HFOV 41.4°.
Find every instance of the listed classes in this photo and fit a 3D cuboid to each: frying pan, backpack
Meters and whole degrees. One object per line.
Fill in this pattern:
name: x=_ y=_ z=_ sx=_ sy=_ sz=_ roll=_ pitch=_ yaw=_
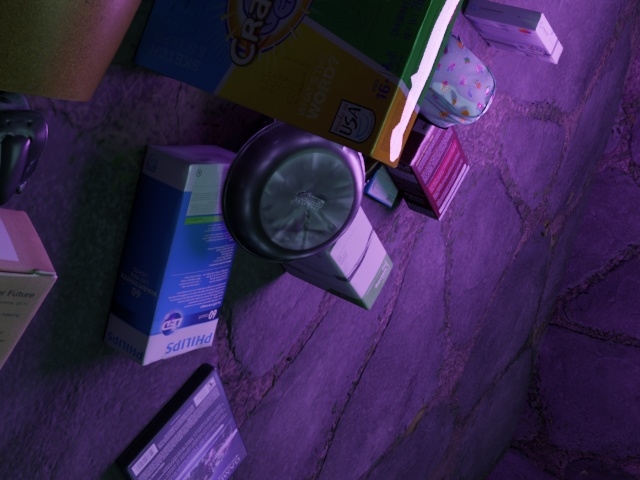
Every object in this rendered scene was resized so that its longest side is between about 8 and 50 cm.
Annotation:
frying pan: x=0.021 y=-0.100 z=1.051 sx=0.326 sy=0.053 sz=0.197 roll=-42 pitch=127 yaw=-3
backpack: x=0.188 y=-0.258 z=1.361 sx=0.182 sy=0.115 sz=0.152 roll=37 pitch=80 yaw=-21

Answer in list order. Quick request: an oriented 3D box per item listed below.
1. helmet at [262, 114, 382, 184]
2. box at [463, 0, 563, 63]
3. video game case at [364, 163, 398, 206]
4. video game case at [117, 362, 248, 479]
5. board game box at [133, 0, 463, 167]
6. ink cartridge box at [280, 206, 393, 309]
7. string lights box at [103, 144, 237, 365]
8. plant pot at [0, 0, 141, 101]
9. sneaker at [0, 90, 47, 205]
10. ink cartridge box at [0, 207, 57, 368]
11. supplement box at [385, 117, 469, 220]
helmet: x=0.005 y=-0.152 z=1.146 sx=0.169 sy=0.161 sz=0.169 roll=-50 pitch=164 yaw=-20
box: x=0.366 y=-0.394 z=1.598 sx=0.186 sy=0.145 sz=0.038 roll=14 pitch=97 yaw=-61
video game case: x=0.136 y=-0.150 z=1.533 sx=0.119 sy=0.015 sz=0.166 roll=22 pitch=92 yaw=-62
video game case: x=-0.204 y=0.340 z=1.324 sx=0.196 sy=0.026 sz=0.274 roll=-48 pitch=149 yaw=-29
board game box: x=-0.022 y=-0.241 z=0.860 sx=0.064 sy=0.316 sz=0.242 roll=10 pitch=102 yaw=-61
ink cartridge box: x=0.000 y=0.000 z=1.259 sx=0.093 sy=0.160 sz=0.219 roll=-59 pitch=152 yaw=-14
string lights box: x=-0.174 y=0.015 z=1.058 sx=0.133 sy=0.076 sz=0.260 roll=-9 pitch=119 yaw=-57
plant pot: x=-0.203 y=-0.233 z=0.593 sx=0.237 sy=0.237 sz=0.255 roll=-4 pitch=106 yaw=-59
sneaker: x=-0.317 y=-0.109 z=0.691 sx=0.153 sy=0.101 sz=0.269 roll=-44 pitch=152 yaw=-36
ink cartridge box: x=-0.356 y=0.055 z=0.646 sx=0.234 sy=0.088 sz=0.193 roll=12 pitch=123 yaw=-47
supplement box: x=0.192 y=-0.146 z=1.536 sx=0.130 sy=0.073 sz=0.239 roll=-60 pitch=152 yaw=-11
